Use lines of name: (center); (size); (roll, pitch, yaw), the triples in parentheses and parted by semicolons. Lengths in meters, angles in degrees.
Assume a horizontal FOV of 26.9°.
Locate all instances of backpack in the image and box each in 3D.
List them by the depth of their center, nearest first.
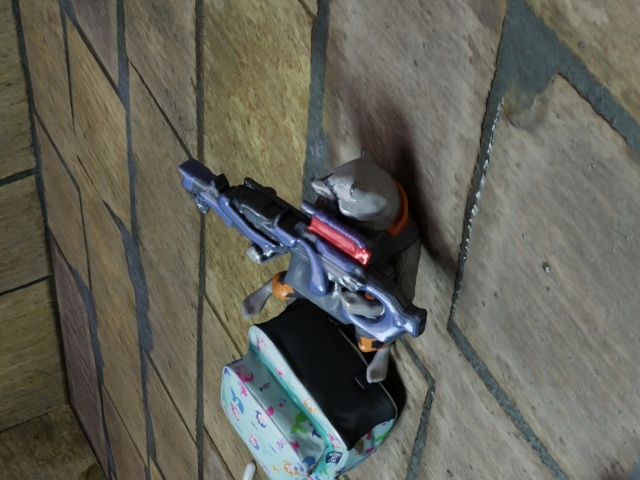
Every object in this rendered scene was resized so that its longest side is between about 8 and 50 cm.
backpack: (-0.020, 0.222, 1.814); (0.225, 0.191, 0.253); (52, 164, 16)

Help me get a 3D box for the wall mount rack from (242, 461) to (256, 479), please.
wall mount rack: (-0.096, 0.591, 2.438); (0.350, 0.130, 0.304); (20, 131, 64)

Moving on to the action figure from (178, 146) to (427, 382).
action figure: (0.000, 0.000, 1.583); (0.341, 0.178, 0.330); (38, 146, 10)
